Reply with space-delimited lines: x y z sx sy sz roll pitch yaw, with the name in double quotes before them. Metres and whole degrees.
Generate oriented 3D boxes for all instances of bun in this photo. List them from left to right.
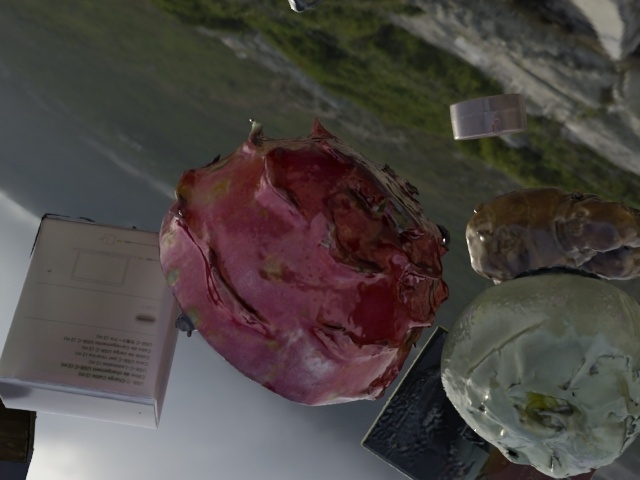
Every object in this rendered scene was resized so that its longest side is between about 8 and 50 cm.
"bun" 0.243 0.150 1.068 0.239 0.239 0.141 35 -143 -4

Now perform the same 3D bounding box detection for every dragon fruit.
"dragon fruit" 0.000 0.000 1.249 0.386 0.249 0.371 50 -147 13

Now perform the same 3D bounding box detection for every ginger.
"ginger" 0.390 0.003 1.582 0.357 0.274 0.152 29 -134 -62

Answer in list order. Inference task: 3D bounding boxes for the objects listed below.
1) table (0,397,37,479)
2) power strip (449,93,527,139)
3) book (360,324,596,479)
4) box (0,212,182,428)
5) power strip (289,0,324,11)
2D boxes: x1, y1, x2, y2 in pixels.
"table" -0.616 0.383 1.827 0.169 0.193 0.172 9 -149 -19
"power strip" 0.340 -0.250 2.039 0.154 0.078 0.154 -8 -177 0
"book" 0.297 0.361 1.804 0.374 0.262 0.028 33 173 9
"box" -0.289 0.103 1.320 0.203 0.252 0.106 9 147 -2
"power strip" 0.035 -0.427 1.151 0.092 0.257 0.251 35 157 45
